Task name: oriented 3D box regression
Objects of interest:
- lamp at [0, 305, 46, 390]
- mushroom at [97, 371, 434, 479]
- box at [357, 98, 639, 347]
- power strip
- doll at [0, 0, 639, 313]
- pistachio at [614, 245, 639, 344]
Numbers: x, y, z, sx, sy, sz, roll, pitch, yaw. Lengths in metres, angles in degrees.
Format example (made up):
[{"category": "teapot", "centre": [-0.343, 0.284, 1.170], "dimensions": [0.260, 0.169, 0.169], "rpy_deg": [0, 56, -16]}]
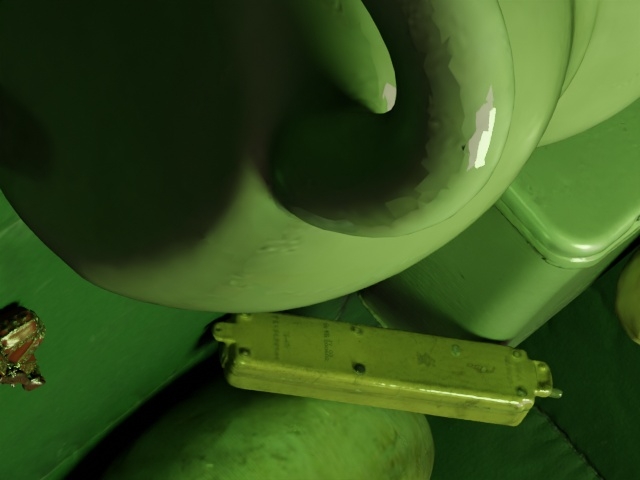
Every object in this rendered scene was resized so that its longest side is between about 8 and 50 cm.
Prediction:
[{"category": "lamp", "centre": [-0.186, 0.068, 0.998], "dimensions": [0.063, 0.031, 0.083], "rpy_deg": [-33, 160, -37]}, {"category": "mushroom", "centre": [-0.054, 0.252, 1.473], "dimensions": [0.352, 0.260, 0.352], "rpy_deg": [-37, 166, -11]}, {"category": "box", "centre": [0.225, -0.063, 1.471], "dimensions": [0.352, 0.177, 0.344], "rpy_deg": [-36, 168, -27]}, {"category": "power strip", "centre": [0.055, 0.107, 1.389], "dimensions": [0.305, 0.064, 0.044], "rpy_deg": [9, 136, -13]}, {"category": "doll", "centre": [0.019, -0.105, 0.650], "dimensions": [0.370, 0.226, 0.215], "rpy_deg": [-40, 141, -56]}, {"category": "pistachio", "centre": [0.350, 0.035, 1.544], "dimensions": [0.145, 0.117, 0.200], "rpy_deg": [-52, -179, -36]}]
